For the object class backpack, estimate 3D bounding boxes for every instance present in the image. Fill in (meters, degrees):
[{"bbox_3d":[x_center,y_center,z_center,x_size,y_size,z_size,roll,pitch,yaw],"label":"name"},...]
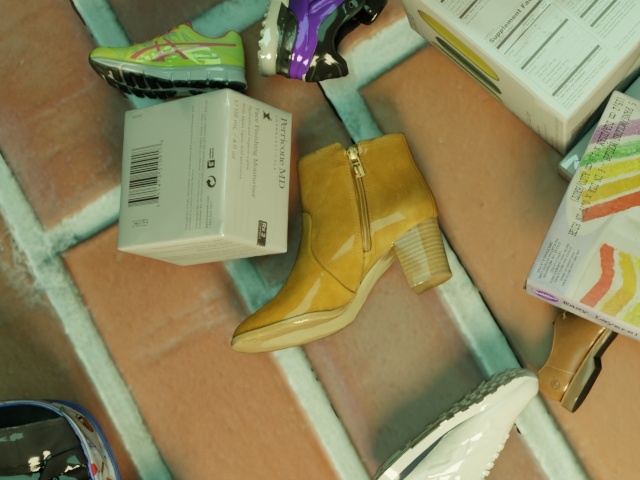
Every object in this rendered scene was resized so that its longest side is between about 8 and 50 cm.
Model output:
[{"bbox_3d":[-0.369,0.310,1.625,0.263,0.213,0.276,-17,87,13],"label":"backpack"}]

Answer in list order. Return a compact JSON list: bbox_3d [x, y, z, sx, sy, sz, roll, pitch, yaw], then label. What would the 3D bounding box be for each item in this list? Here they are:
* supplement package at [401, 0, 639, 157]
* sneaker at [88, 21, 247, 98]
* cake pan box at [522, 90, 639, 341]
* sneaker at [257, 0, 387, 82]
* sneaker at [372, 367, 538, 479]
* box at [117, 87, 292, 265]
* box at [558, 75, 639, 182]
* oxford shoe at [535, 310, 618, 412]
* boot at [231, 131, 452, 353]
[{"bbox_3d":[0.256,-0.270,1.618,0.263,0.199,0.198,43,90,13],"label":"supplement package"},{"bbox_3d":[-0.192,-0.236,1.758,0.209,0.081,0.094,5,75,4],"label":"sneaker"},{"bbox_3d":[0.395,-0.014,1.554,0.246,0.070,0.267,26,79,11],"label":"cake pan box"},{"bbox_3d":[0.019,-0.336,1.728,0.146,0.102,0.293,12,88,7],"label":"sneaker"},{"bbox_3d":[0.173,0.243,1.615,0.235,0.090,0.095,-41,87,7],"label":"sneaker"},{"bbox_3d":[-0.141,-0.072,1.659,0.182,0.119,0.181,-7,76,38],"label":"box"},{"bbox_3d":[0.475,-0.128,1.630,0.232,0.058,0.322,42,91,14],"label":"box"},{"bbox_3d":[0.319,0.093,1.615,0.076,0.076,0.212,30,87,23],"label":"oxford shoe"},{"bbox_3d":[0.001,-0.001,1.678,0.295,0.104,0.211,-22,72,2],"label":"boot"}]
